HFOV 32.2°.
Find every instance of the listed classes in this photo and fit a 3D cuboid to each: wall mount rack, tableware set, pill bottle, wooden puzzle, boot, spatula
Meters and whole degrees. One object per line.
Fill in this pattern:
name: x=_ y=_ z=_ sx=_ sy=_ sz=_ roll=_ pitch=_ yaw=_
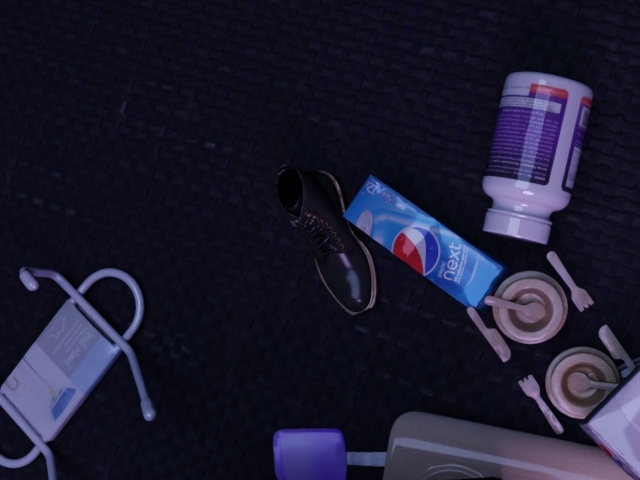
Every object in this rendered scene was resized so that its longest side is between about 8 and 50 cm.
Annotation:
wall mount rack: x=-0.359 y=0.213 z=1.535 sx=0.304 sy=0.130 sz=0.350 roll=42 pitch=101 yaw=20
tableware set: x=0.276 y=0.123 z=1.293 sx=0.128 sy=0.039 sz=0.194 roll=-36 pitch=88 yaw=10
pill bottle: x=0.255 y=-0.097 z=1.333 sx=0.108 sy=0.108 sz=0.193 roll=13 pitch=89 yaw=22
wooden puzzle: x=0.219 y=0.400 z=1.307 sx=0.322 sy=0.080 sz=0.348 roll=9 pitch=86 yaw=16
boot: x=0.000 y=0.000 z=1.409 sx=0.077 sy=0.137 sz=0.198 roll=-28 pitch=76 yaw=17
spatula: x=0.082 y=0.277 z=1.407 sx=0.296 sy=0.030 sz=0.084 roll=-5 pitch=84 yaw=21

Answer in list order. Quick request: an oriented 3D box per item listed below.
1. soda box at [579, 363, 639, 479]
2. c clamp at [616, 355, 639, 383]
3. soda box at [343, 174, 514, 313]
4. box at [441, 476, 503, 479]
soda box: x=0.418 y=0.133 z=1.213 sx=0.286 sy=0.098 sz=0.091 roll=-44 pitch=78 yaw=-2
c clamp: x=0.371 y=0.206 z=1.307 sx=0.137 sy=0.022 sz=0.161 roll=-30 pitch=73 yaw=11
soda box: x=0.135 y=0.004 z=1.390 sx=0.210 sy=0.071 sz=0.067 roll=36 pitch=98 yaw=21
box: x=0.020 y=0.415 z=1.171 sx=0.395 sy=0.212 sz=0.293 roll=-5 pitch=82 yaw=3
